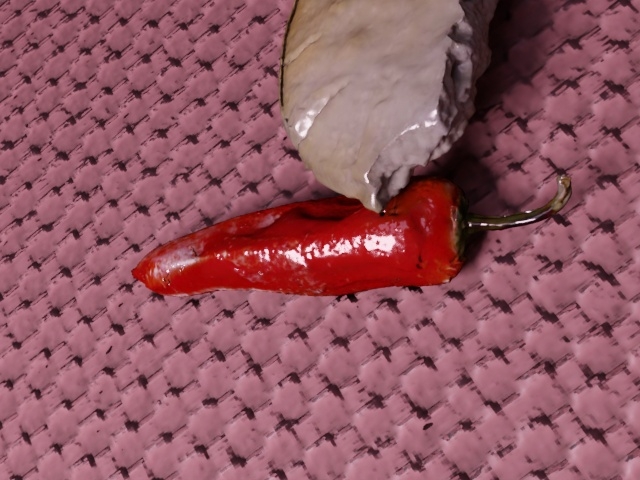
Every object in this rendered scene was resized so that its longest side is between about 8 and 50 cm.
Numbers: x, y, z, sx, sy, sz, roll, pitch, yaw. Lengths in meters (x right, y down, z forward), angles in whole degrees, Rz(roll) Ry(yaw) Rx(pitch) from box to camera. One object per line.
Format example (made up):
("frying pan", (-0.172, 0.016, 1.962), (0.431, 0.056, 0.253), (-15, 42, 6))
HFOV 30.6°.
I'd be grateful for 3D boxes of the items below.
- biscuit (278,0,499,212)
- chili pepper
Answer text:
("biscuit", (0.041, -0.140, 0.634), (0.141, 0.038, 0.289), (-3, 57, 40))
("chili pepper", (0.000, 0.000, 0.610), (0.268, 0.050, 0.059), (-7, 81, 27))
